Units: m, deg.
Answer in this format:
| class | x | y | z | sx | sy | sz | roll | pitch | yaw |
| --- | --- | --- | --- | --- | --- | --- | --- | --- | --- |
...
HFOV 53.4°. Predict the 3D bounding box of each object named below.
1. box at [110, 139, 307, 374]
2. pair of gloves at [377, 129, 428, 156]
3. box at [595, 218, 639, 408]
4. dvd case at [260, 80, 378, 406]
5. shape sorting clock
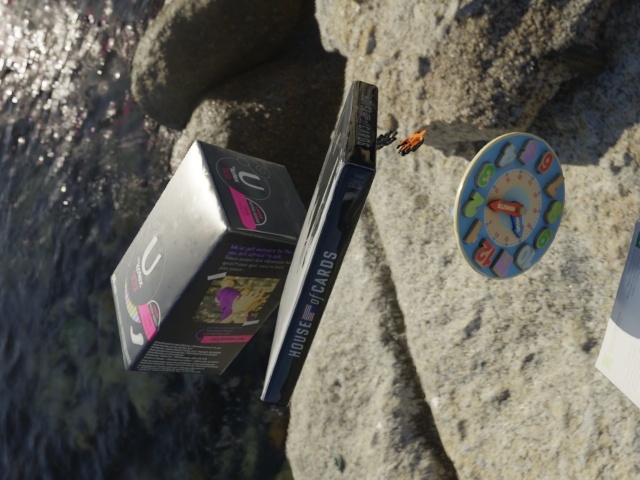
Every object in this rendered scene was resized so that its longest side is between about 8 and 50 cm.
| class | x | y | z | sx | sy | sz | roll | pitch | yaw |
| --- | --- | --- | --- | --- | --- | --- | --- | --- | --- |
| box | -0.147 | 0.033 | 0.830 | 0.270 | 0.143 | 0.165 | -51 | 46 | 28 |
| pair of gloves | 0.111 | -0.142 | 0.931 | 0.083 | 0.074 | 0.010 | 6 | 126 | 34 |
| box | 0.457 | 0.140 | 0.720 | 0.322 | 0.059 | 0.232 | -118 | 29 | -62 |
| dvd case | 0.000 | 0.000 | 0.557 | 0.030 | 0.179 | 0.238 | 16 | 122 | -4 |
| shape sorting clock | 0.266 | -0.045 | 0.877 | 0.040 | 0.206 | 0.206 | 31 | 103 | 58 |
